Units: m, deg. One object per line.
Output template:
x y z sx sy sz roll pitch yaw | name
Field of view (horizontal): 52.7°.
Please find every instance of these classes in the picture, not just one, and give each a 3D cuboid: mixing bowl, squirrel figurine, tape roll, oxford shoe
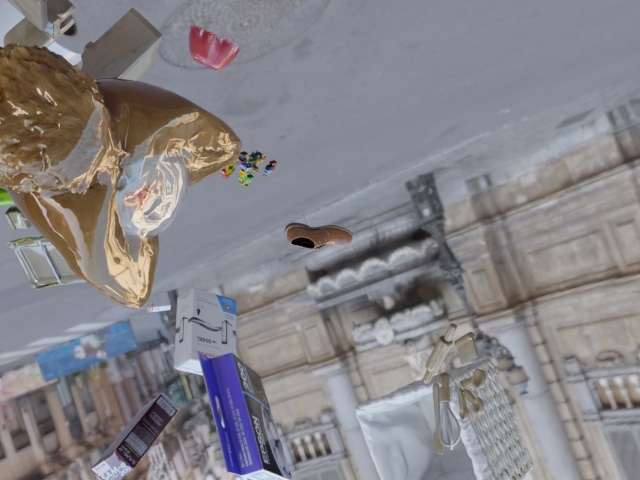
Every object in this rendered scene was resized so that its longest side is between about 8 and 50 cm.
-0.361 -0.622 2.124 0.181 0.098 0.181 24 -173 -3 | mixing bowl
-0.374 -0.134 0.827 0.370 0.281 0.397 25 174 25 | squirrel figurine
-0.720 -0.527 1.625 0.169 0.246 0.246 -28 172 20 | tape roll
0.000 0.000 1.925 0.212 0.076 0.076 3 130 -15 | oxford shoe

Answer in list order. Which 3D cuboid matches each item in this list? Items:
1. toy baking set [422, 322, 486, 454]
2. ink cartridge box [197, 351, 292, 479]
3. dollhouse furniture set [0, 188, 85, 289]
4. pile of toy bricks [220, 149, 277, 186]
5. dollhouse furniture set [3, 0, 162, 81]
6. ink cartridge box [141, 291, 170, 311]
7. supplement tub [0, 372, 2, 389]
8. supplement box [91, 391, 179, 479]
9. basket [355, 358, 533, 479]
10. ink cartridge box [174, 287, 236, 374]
0.253 0.297 1.286 0.030 0.197 0.256 9 127 -17 | toy baking set
-0.125 0.298 1.086 0.045 0.206 0.208 -25 150 5 | ink cartridge box
-0.691 -0.038 1.685 0.197 0.302 0.151 -5 -146 10 | dollhouse furniture set
-0.242 -0.229 2.180 0.212 0.118 0.105 -29 150 -60 | pile of toy bricks
-0.517 -0.382 1.112 0.256 0.394 0.362 -52 -167 -20 | dollhouse furniture set
-0.586 0.216 2.252 0.115 0.063 0.029 -5 140 -27 | ink cartridge box
-0.577 0.146 0.787 0.194 0.316 0.193 -52 -177 3 | supplement tub
-0.494 0.531 1.744 0.130 0.073 0.239 -39 -173 31 | supplement box
0.330 0.522 1.695 0.266 0.332 0.328 -10 165 -46 | basket
-0.305 0.249 1.732 0.148 0.203 0.085 23 141 -40 | ink cartridge box
